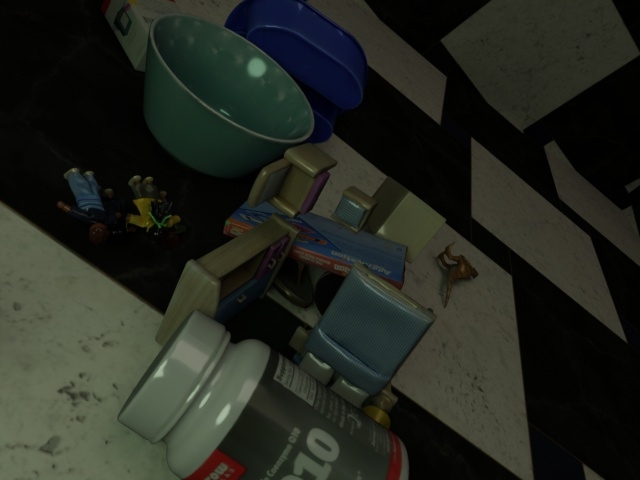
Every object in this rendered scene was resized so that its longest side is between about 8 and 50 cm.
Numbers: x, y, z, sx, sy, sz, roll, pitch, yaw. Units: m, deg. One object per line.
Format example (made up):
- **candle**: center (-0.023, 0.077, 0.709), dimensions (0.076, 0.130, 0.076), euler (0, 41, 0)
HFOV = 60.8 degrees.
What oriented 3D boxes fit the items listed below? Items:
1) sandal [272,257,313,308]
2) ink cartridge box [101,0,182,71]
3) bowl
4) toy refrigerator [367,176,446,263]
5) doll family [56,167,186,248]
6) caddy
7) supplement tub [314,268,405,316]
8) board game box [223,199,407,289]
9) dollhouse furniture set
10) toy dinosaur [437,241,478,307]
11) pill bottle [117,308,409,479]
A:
- **sandal**: center (-0.042, 0.017, 0.919), dimensions (0.090, 0.060, 0.219), euler (28, 36, -22)
- **ink cartridge box**: center (-0.344, -0.437, 1.100), dimensions (0.134, 0.078, 0.231), euler (-5, 56, -50)
- **bowl**: center (-0.182, -0.230, 0.959), dimensions (0.312, 0.163, 0.311), euler (28, 37, -23)
- **toy refrigerator**: center (0.156, -0.047, 1.073), dimensions (0.094, 0.102, 0.269), euler (36, 9, -9)
- **doll family**: center (-0.262, -0.034, 0.741), dimensions (0.193, 0.076, 0.111), euler (-1, 57, -41)
- **caddy**: center (-0.055, -0.376, 1.192), dimensions (0.341, 0.241, 0.179), euler (27, 41, -24)
- **supplement tub**: center (0.080, 0.072, 0.944), dimensions (0.106, 0.106, 0.198), euler (49, 33, 10)
- **board game box**: center (0.000, 0.000, 0.883), dimensions (0.281, 0.027, 0.145), euler (20, 24, 4)
- **dollhouse furniture set**: center (0.005, 0.093, 0.676), dimensions (0.303, 0.286, 0.198), euler (36, 32, 10)
- **toy dinosaur**: center (0.310, 0.067, 1.235), dimensions (0.212, 0.064, 0.112), euler (-14, 64, -52)
- **pill bottle**: center (-0.060, 0.210, 0.589), dimensions (0.283, 0.161, 0.161), euler (37, 33, -9)
